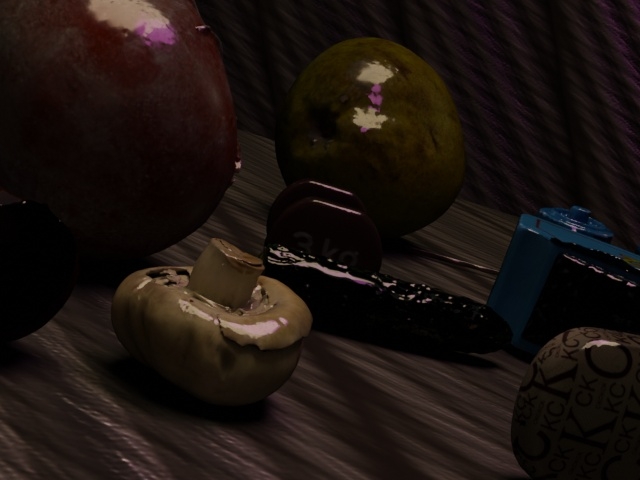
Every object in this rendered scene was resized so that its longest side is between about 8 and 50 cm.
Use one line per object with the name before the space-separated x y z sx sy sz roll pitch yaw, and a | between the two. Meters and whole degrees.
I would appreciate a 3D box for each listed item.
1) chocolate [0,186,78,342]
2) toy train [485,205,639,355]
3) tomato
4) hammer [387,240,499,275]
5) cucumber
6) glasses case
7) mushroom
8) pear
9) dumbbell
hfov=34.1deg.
chocolate | -0.255 0.018 0.769 0.127 0.124 0.133 8 -20 -37
toy train | 0.373 0.081 1.325 0.300 0.188 0.265 21 14 9
tomato | -0.229 -0.132 1.091 0.282 0.317 0.316 -17 26 -29
hammer | 0.258 0.043 1.820 0.292 0.029 0.058 15 7 2
cucumber | 0.076 0.074 1.141 0.303 0.072 0.081 15 9 -10
glasses case | 0.319 0.160 0.855 0.354 0.137 0.085 13 9 -20
mushroom | -0.083 0.058 0.805 0.154 0.122 0.154 14 16 -4
pear | 0.084 -0.171 1.825 0.352 0.352 0.413 21 6 24
dumbbell | 0.000 0.000 1.288 0.140 0.124 0.225 16 9 -6
